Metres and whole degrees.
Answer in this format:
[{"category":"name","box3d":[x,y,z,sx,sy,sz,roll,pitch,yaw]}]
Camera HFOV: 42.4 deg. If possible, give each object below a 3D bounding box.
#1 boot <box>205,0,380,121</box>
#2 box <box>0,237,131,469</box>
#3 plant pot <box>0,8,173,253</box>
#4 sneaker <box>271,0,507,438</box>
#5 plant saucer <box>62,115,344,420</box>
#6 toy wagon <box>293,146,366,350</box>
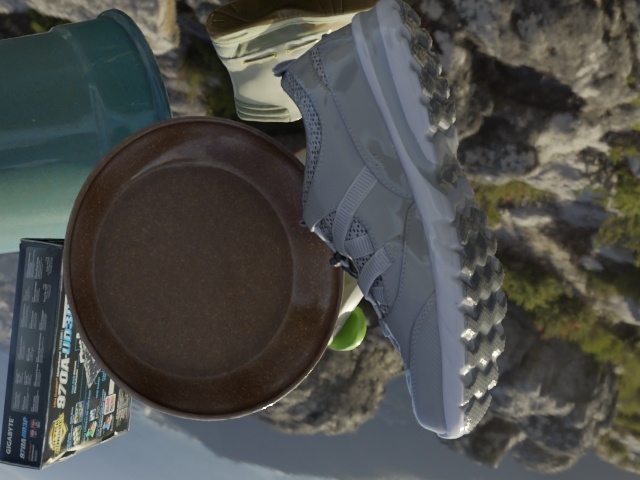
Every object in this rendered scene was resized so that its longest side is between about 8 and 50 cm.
[{"category":"boot","box3d":[-0.020,-0.233,1.036,0.213,0.077,0.165,-13,141,2]},{"category":"box","box3d":[-0.253,0.109,0.865,0.051,0.220,0.175,6,-179,15]},{"category":"plant pot","box3d":[-0.410,-0.122,1.098,0.334,0.341,0.341,-14,174,-31]},{"category":"sneaker","box3d":[0.045,-0.009,0.548,0.115,0.281,0.105,-16,172,25]},{"category":"plant saucer","box3d":[-0.075,0.018,0.549,0.199,0.198,0.036,35,157,-24]},{"category":"toy wagon","box3d":[0.000,0.000,0.823,0.068,0.344,0.267,41,-163,33]}]
